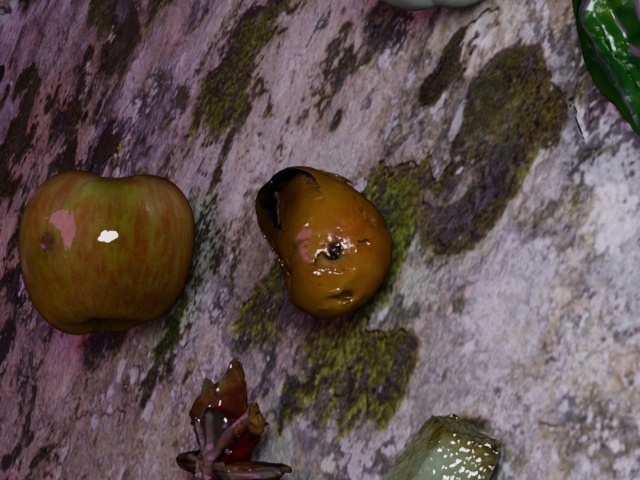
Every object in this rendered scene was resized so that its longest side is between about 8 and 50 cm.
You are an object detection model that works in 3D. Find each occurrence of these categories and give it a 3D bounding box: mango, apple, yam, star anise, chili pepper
[{"bbox_3d":[0.000,0.000,1.399,0.248,0.151,0.156,-139,62,-65],"label":"mango"},{"bbox_3d":[-0.311,0.020,1.778,0.264,0.264,0.264,-34,46,44],"label":"apple"},{"bbox_3d":[0.080,0.292,1.159,0.106,0.106,0.259,32,101,58],"label":"yam"},{"bbox_3d":[-0.112,0.275,1.469,0.288,0.088,0.288,-176,90,-65],"label":"star anise"},{"bbox_3d":[0.290,-0.176,1.118,0.099,0.083,0.253,-40,45,25],"label":"chili pepper"}]

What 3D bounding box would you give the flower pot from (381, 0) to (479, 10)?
[{"bbox_3d":[0.126,-0.379,1.373,0.246,0.195,0.246,-33,46,43],"label":"flower pot"}]
